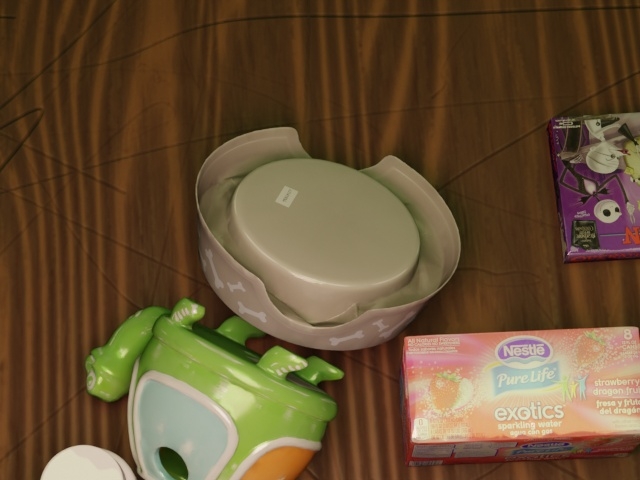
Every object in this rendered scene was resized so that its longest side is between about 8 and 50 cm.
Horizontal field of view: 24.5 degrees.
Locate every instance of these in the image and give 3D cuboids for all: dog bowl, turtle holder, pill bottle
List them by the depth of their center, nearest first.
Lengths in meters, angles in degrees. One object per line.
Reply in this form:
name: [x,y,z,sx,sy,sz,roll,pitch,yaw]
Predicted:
pill bottle: [-0.278,0.320,1.811,0.119,0.208,0.119,0,70,0]
turtle holder: [-0.150,0.202,1.841,0.320,0.243,0.227,26,90,-1]
dog bowl: [0.000,0.000,1.906,0.349,0.102,0.348,11,39,-10]

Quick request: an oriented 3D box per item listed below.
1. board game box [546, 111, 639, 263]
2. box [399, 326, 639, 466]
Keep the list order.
board game box: [0.498,-0.080,2.040,0.347,0.056,0.208,-4,75,-2]
box: [0.254,0.201,1.884,0.300,0.154,0.142,-3,71,0]
